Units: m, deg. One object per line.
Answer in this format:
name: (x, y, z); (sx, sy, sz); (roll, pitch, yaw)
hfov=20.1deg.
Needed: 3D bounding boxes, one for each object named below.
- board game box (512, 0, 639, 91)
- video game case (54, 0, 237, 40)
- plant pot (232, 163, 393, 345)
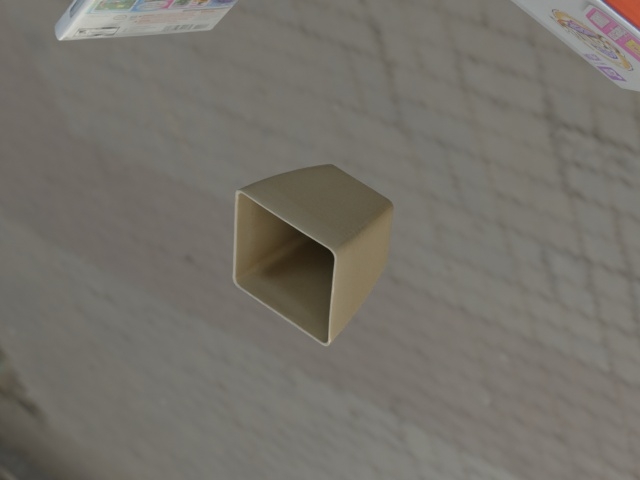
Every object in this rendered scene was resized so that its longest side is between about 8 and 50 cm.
board game box: (0.098, -0.198, 1.004); (0.316, 0.064, 0.242); (37, -177, -9)
video game case: (-0.135, -0.216, 1.564); (0.143, 0.157, 0.019); (-38, 65, 54)
plant pot: (0.000, 0.000, 1.488); (0.109, 0.096, 0.109); (32, 139, 27)
